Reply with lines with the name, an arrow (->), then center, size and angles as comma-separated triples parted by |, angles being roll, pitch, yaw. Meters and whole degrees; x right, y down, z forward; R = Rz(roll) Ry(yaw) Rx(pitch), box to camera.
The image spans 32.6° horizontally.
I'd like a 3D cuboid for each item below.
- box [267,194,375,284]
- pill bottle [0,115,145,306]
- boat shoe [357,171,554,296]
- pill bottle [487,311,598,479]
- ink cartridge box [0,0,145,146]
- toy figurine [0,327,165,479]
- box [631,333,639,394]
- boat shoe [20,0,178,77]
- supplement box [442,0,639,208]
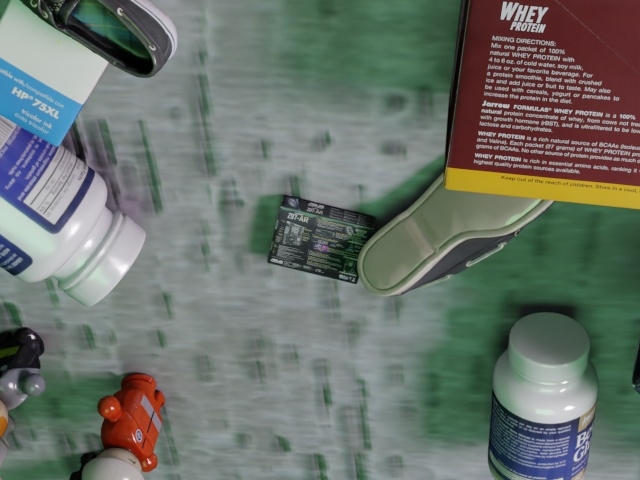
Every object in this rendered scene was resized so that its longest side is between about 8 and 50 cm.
box -> 0.000, 0.000, 0.955 | 0.083, 0.018, 0.067 | 13, 129, -1
pill bottle -> -0.244, -0.031, 0.909 | 0.186, 0.112, 0.112 | 40, 124, -21
boat shoe -> 0.124, -0.019, 0.907 | 0.206, 0.075, 0.065 | -35, 159, 25
pill bottle -> 0.202, 0.150, 0.994 | 0.094, 0.094, 0.169 | 2, 129, 8
ink cartridge box -> -0.147, -0.193, 0.749 | 0.078, 0.134, 0.231 | 31, 127, -15
toy figurine -> -0.276, 0.216, 1.090 | 0.209, 0.148, 0.213 | 26, 128, -12
box -> 0.448, 0.098, 0.814 | 0.294, 0.183, 0.296 | 42, 140, -23
boat shoe -> -0.152, -0.149, 0.670 | 0.142, 0.040, 0.049 | 30, 127, -15
supplement box -> 0.190, -0.139, 0.741 | 0.191, 0.129, 0.194 | 6, 130, 5
